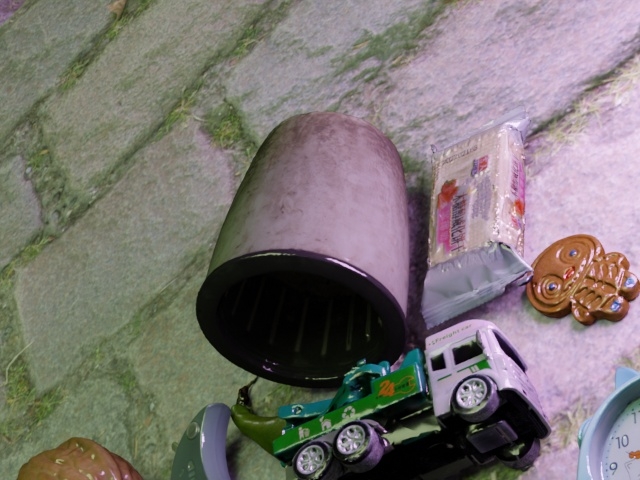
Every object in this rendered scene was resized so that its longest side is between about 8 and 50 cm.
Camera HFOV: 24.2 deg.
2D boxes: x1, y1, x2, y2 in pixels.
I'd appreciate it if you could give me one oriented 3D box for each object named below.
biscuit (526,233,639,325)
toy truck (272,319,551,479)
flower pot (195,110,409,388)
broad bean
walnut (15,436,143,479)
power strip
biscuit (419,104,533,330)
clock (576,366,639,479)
[{"bbox_3d":[0.341,0.051,1.960,0.175,0.026,0.124,21,75,50],"label":"biscuit"},{"bbox_3d":[0.103,0.235,1.909,0.363,0.176,0.178,-23,46,21],"label":"toy truck"},{"bbox_3d":[0.000,0.000,2.143,0.293,0.293,0.330,-19,40,33],"label":"flower pot"},{"bbox_3d":[-0.044,0.267,2.132,0.098,0.056,0.318,-54,36,-5],"label":"broad bean"},{"bbox_3d":[-0.360,0.391,2.226,0.213,0.213,0.213,-25,44,28],"label":"walnut"},{"bbox_3d":[-0.149,0.348,2.138,0.167,0.054,0.253,-55,43,12],"label":"power strip"},{"bbox_3d":[0.224,-0.036,2.101,0.186,0.079,0.309,-24,43,36],"label":"biscuit"},{"bbox_3d":[0.403,0.248,1.688,0.223,0.094,0.274,-21,44,31],"label":"clock"}]
